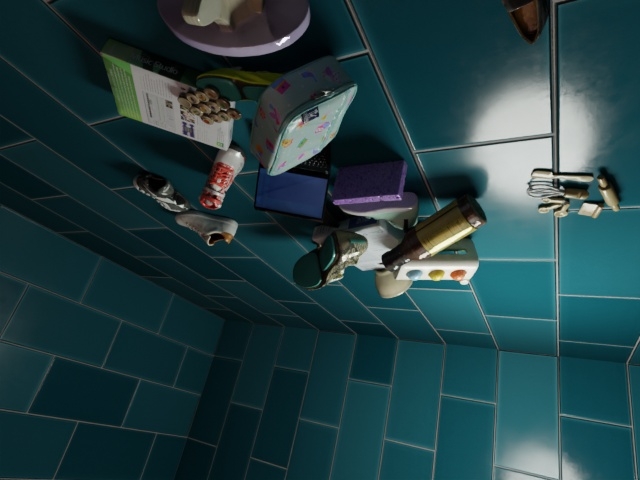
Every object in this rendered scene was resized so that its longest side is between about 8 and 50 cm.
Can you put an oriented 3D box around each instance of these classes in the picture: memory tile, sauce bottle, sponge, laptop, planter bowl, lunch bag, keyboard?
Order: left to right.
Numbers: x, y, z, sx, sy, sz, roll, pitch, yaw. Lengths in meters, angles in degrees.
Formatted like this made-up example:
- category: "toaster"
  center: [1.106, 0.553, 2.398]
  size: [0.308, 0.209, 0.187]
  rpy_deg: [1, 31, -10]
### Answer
- category: "memory tile"
  center: [-0.277, -0.331, 1.021]
  size: [0.147, 0.012, 0.113]
  rpy_deg: [4, 156, 39]
- category: "laptop"
  center: [-0.095, -0.193, 1.224]
  size: [0.234, 0.137, 0.264]
  rpy_deg: [10, 155, 7]
- category: "lunch bag"
  center: [-0.039, -0.275, 0.938]
  size: [0.108, 0.223, 0.279]
  rpy_deg: [56, 156, 6]
- category: "keyboard"
  center: [-0.011, -0.105, 1.477]
  size: [0.108, 0.023, 0.180]
  rpy_deg: [18, 157, 40]
- category: "sponge"
  center: [0.137, -0.165, 1.182]
  size: [0.209, 0.117, 0.031]
  rpy_deg: [-1, 154, 31]
- category: "planter bowl"
  center: [0.297, 0.151, 1.757]
  size: [0.162, 0.162, 0.109]
  rpy_deg: [-12, 118, 45]
- category: "sauce bottle"
  center: [0.339, -0.012, 1.281]
  size: [0.111, 0.112, 0.344]
  rpy_deg: [30, 130, -32]

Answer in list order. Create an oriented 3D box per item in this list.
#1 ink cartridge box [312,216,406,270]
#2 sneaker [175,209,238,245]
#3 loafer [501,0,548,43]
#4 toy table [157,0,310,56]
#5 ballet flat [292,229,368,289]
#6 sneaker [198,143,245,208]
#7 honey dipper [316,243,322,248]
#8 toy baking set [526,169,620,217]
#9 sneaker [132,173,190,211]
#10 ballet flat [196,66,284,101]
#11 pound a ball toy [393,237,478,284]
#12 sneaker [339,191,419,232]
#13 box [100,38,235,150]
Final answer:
- category: "ink cartridge box"
  center: [0.193, 0.014, 1.600]
  size: [0.323, 0.072, 0.330]
  rpy_deg: [-12, 148, 43]
- category: "sneaker"
  center: [-0.509, -0.050, 1.774]
  size: [0.289, 0.123, 0.106]
  rpy_deg: [9, 157, 14]
- category: "loafer"
  center: [0.322, -0.394, 0.659]
  size: [0.170, 0.061, 0.062]
  rpy_deg: [33, 150, -34]
- category: "toy table"
  center: [-0.160, -0.423, 0.670]
  size: [0.273, 0.253, 0.161]
  rpy_deg: [-1, 170, 4]
- category: "ballet flat"
  center: [0.046, 0.088, 1.593]
  size: [0.181, 0.164, 0.483]
  rpy_deg: [-1, 161, -23]
- category: "sneaker"
  center: [-0.323, -0.194, 1.335]
  size: [0.090, 0.145, 0.270]
  rpy_deg: [23, 154, -19]
- category: "honey dipper"
  center: [0.000, 0.000, 1.721]
  size: [0.030, 0.031, 0.161]
  rpy_deg: [12, 153, 4]
- category: "toy baking set"
  center: [0.673, -0.117, 1.102]
  size: [0.196, 0.030, 0.256]
  rpy_deg: [-8, 147, 40]
- category: "sneaker"
  center: [-0.597, -0.184, 1.586]
  size: [0.234, 0.078, 0.106]
  rpy_deg: [34, 151, -33]
- category: "ballet flat"
  center: [-0.176, -0.368, 0.962]
  size: [0.230, 0.077, 0.077]
  rpy_deg: [13, 155, 17]
- category: "pound a ball toy"
  center: [0.422, 0.104, 1.490]
  size: [0.318, 0.136, 0.208]
  rpy_deg: [1, 144, -4]
- category: "sneaker"
  center: [0.193, -0.086, 1.344]
  size: [0.255, 0.094, 0.151]
  rpy_deg: [3, 150, 19]
- category: "box"
  center: [-0.391, -0.374, 1.097]
  size: [0.321, 0.059, 0.232]
  rpy_deg: [17, 155, -9]
